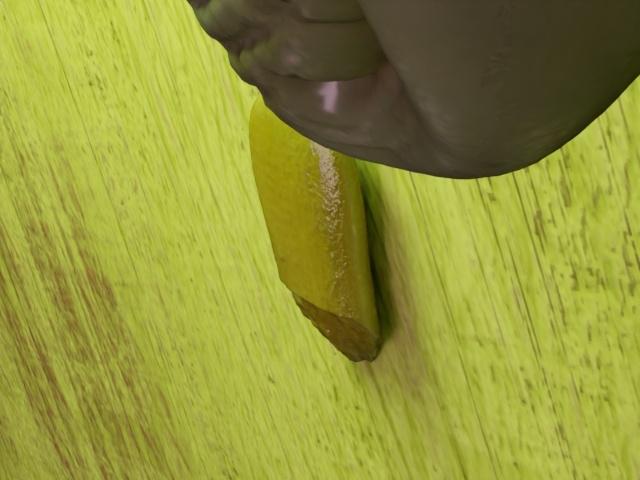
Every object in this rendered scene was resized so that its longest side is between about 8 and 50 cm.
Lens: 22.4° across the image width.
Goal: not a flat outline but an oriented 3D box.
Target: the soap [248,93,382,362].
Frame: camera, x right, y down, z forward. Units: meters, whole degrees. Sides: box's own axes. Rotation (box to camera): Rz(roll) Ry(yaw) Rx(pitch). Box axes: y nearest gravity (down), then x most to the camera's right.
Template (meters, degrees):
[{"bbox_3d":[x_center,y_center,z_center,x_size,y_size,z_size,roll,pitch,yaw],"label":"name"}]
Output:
[{"bbox_3d":[0.000,0.000,0.852,0.089,0.033,0.168,25,133,57],"label":"soap"}]

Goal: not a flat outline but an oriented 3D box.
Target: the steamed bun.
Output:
[{"bbox_3d":[0.019,-0.224,0.384,0.368,0.255,0.342,50,168,-2],"label":"steamed bun"}]
